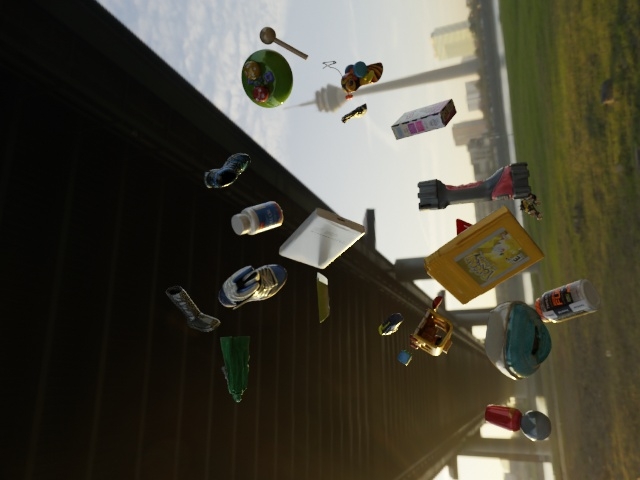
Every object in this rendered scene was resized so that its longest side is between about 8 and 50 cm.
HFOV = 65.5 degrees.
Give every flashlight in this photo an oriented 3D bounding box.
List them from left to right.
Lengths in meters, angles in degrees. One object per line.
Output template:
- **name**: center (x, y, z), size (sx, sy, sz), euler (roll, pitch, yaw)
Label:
- **flashlight**: center (0.432, -0.154, 1.417), size (0.103, 0.303, 0.103), euler (-45, -52, -65)

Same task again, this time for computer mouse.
- **computer mouse**: center (0.155, -0.524, 2.043), size (0.042, 0.106, 0.193), euler (58, -149, -9)

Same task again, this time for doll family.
- **doll family**: center (0.902, -0.174, 2.161), size (0.111, 0.075, 0.193), euler (-102, -9, -50)

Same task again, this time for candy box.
- **candy box**: center (0.435, -0.509, 2.092), size (0.159, 0.233, 0.071), euler (-49, -60, -43)

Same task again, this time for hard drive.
- **hard drive**: center (0.000, 0.000, 2.152), size (0.232, 0.353, 0.047), euler (20, -127, -22)

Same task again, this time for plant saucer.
- **plant saucer**: center (0.013, 0.252, 2.237), size (0.188, 0.045, 0.189), euler (-85, -9, -82)

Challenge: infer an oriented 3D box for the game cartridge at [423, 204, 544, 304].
- **game cartridge**: center (0.535, 0.062, 1.637), size (0.285, 0.323, 0.053), euler (38, -156, -35)

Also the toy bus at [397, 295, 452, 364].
- **toy bus**: center (0.324, 0.277, 1.430), size (0.202, 0.104, 0.191), euler (-30, -35, -52)

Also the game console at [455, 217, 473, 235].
- **game console**: center (0.654, -0.034, 2.107), size (0.085, 0.144, 0.124), euler (-24, -59, -21)

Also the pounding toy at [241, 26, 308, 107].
- **pounding toy**: center (-0.175, -0.522, 1.555), size (0.183, 0.237, 0.110), euler (38, -148, 2)

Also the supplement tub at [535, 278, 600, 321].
- **supplement tub**: center (0.872, 0.220, 1.763), size (0.116, 0.190, 0.117), euler (18, -124, -29)

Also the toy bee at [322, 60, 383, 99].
- **toy bee**: center (0.153, -0.733, 2.284), size (0.195, 0.297, 0.162), euler (-127, 32, -77)

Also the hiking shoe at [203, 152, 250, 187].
- **hiking shoe**: center (-0.456, -0.350, 2.575), size (0.304, 0.132, 0.113), euler (-43, -44, -34)

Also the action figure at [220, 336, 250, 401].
- **action figure**: center (-0.314, 0.474, 1.835), size (0.137, 0.063, 0.233), euler (8, -111, -42)

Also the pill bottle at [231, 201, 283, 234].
- **pill bottle**: center (-0.292, -0.097, 2.282), size (0.221, 0.124, 0.125), euler (-22, -74, -39)

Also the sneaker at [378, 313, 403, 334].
- **sneaker**: center (0.324, 0.372, 2.220), size (0.059, 0.144, 0.053), euler (14, -135, -37)

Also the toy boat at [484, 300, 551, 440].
- **toy boat**: center (0.498, 0.312, 1.218), size (0.267, 0.148, 0.319), euler (22, -106, -50)

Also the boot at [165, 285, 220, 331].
- **boot**: center (-0.540, 0.286, 2.106), size (0.076, 0.189, 0.209), euler (-56, -44, -50)

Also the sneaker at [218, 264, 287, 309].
- **sneaker**: center (-0.242, 0.161, 1.976), size (0.322, 0.236, 0.130), euler (-21, -100, -29)
